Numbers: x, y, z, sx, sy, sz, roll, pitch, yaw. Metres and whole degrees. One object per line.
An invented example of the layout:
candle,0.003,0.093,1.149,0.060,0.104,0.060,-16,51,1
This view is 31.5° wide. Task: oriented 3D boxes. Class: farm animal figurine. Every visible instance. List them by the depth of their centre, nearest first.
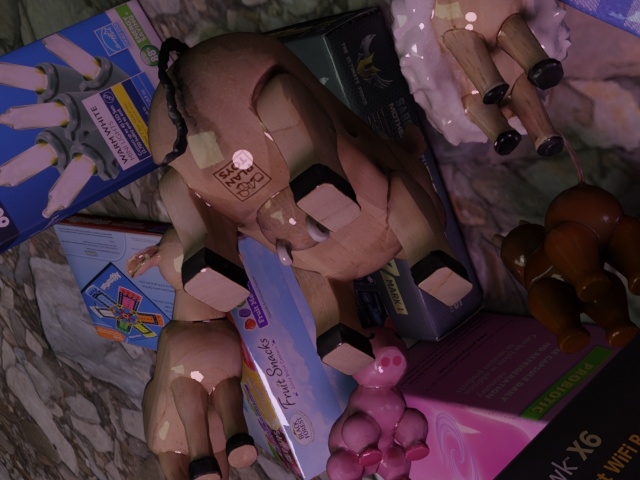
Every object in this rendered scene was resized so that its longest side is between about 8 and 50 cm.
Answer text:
farm animal figurine,0.000,0.000,0.641,0.327,0.330,0.172,56,-169,-49

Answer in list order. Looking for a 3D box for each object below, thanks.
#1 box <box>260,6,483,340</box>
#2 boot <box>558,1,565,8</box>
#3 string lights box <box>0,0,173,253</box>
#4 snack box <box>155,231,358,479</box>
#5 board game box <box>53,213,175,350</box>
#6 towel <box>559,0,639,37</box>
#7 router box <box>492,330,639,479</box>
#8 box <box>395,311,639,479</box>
box,0.006,-0.043,0.841,0.183,0.059,0.233,0,118,53
boot,0.074,-0.226,0.609,0.165,0.077,0.213,28,137,31
string lights box,-0.230,-0.082,0.918,0.076,0.259,0.133,-26,97,55
snack box,-0.047,0.071,0.856,0.174,0.070,0.207,67,166,-7
board game box,-0.166,0.049,1.145,0.281,0.027,0.145,6,120,47
towel,0.153,-0.228,0.482,0.209,0.034,0.285,31,127,19
router box,0.233,0.124,0.489,0.243,0.309,0.081,30,140,32
box,0.176,0.175,0.761,0.243,0.117,0.214,4,119,48
